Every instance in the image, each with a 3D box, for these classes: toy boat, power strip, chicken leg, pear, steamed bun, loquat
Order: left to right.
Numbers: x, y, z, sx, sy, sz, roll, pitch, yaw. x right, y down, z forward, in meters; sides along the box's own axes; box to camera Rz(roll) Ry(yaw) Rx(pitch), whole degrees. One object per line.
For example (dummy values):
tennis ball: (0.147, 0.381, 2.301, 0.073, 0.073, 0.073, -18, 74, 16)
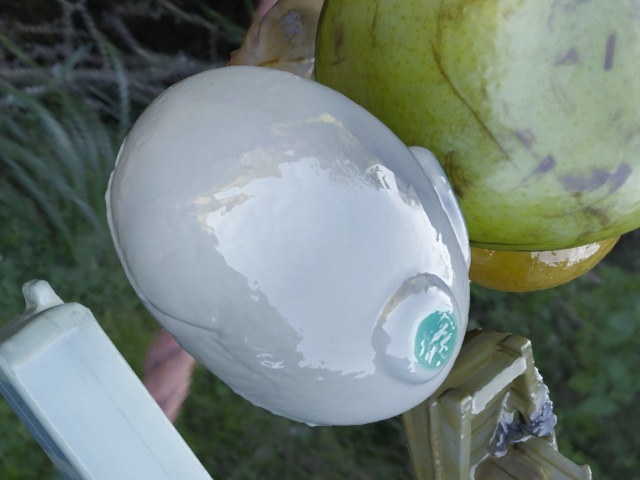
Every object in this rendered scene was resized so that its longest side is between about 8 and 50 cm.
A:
power strip: (-0.065, 0.137, 0.731, 0.046, 0.270, 0.118, -38, -172, -19)
steamed bun: (0.000, 0.000, 0.867, 0.131, 0.228, 0.177, -27, -148, 35)
chicken leg: (0.019, -0.084, 1.788, 0.295, 0.409, 0.182, -39, 156, 6)
toy boat: (0.156, 0.228, 1.291, 0.136, 0.162, 0.445, -39, 138, -18)
loquat: (0.174, -0.058, 1.396, 0.208, 0.208, 0.208, -41, 152, -28)
pear: (0.133, -0.120, 1.049, 0.283, 0.283, 0.283, -41, 152, -28)
